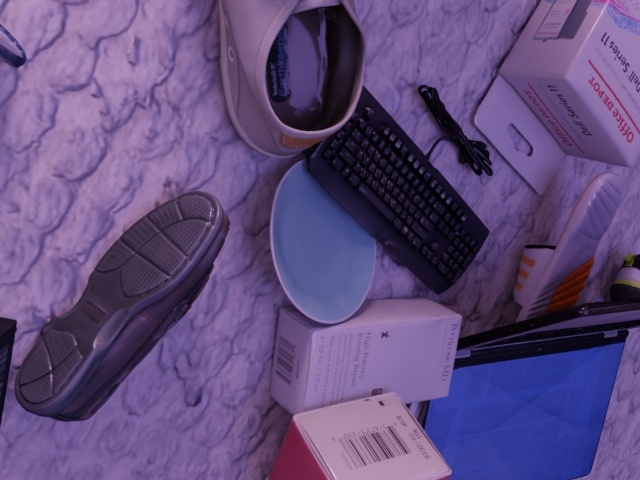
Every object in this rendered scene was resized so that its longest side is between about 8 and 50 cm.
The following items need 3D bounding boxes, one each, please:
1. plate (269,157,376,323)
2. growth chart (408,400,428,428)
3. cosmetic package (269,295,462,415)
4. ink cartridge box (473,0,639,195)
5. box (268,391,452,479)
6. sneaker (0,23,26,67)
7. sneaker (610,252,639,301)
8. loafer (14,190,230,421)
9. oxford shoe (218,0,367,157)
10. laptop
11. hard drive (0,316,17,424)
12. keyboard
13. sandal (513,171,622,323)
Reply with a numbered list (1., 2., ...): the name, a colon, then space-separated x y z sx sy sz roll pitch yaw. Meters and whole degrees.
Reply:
1. plate: 0.000 0.000 0.887 0.188 0.024 0.188 10 77 -49
2. growth chart: 0.206 0.251 1.139 0.237 0.021 0.172 30 86 -37
3. cosmetic package: 0.058 0.139 0.964 0.231 0.085 0.117 -2 106 -33
4. ink cartridge box: 0.375 -0.242 1.048 0.207 0.119 0.353 37 82 -37
5. box: 0.025 0.309 0.915 0.148 0.127 0.232 -6 131 -33
6. sneaker: -0.309 -0.173 0.643 0.135 0.052 0.058 29 96 -30
7. sneaker: 0.559 0.081 1.295 0.235 0.084 0.097 25 77 -42
8. loafer: -0.184 0.067 0.783 0.267 0.096 0.084 -48 145 -6
9. oxford shoe: -0.039 -0.292 0.741 0.169 0.130 0.449 -19 113 -28
10. laptop: 0.359 0.226 1.068 0.382 0.408 0.236 -3 75 -31
11. hard drive: -0.306 0.146 0.708 0.022 0.094 0.135 11 98 -4
12. keyboard: 0.125 -0.081 0.963 0.317 0.033 0.201 41 74 -40
13. sandal: 0.338 0.014 1.120 0.102 0.076 0.265 4 117 -38
